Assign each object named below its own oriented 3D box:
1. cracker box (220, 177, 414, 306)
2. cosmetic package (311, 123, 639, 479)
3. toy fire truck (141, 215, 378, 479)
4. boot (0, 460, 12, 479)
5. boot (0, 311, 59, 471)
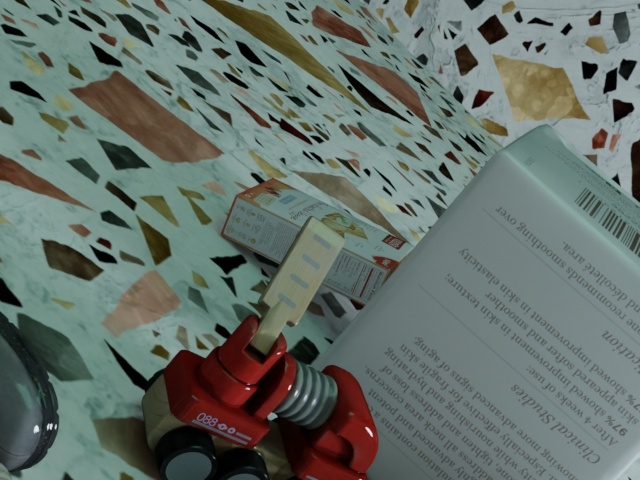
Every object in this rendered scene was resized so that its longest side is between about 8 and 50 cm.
[{"bbox_3d":[0.000,0.000,1.737,0.232,0.067,0.155,27,17,9],"label":"cracker box"},{"bbox_3d":[0.236,0.121,1.503,0.329,0.394,0.327,42,19,6],"label":"cosmetic package"},{"bbox_3d":[-0.026,0.127,1.230,0.217,0.246,0.158,29,23,-29],"label":"toy fire truck"},{"bbox_3d":[-0.260,0.230,0.825,0.179,0.085,0.236,53,22,25],"label":"boot"},{"bbox_3d":[-0.374,0.076,0.941,0.338,0.118,0.222,35,20,19],"label":"boot"}]
